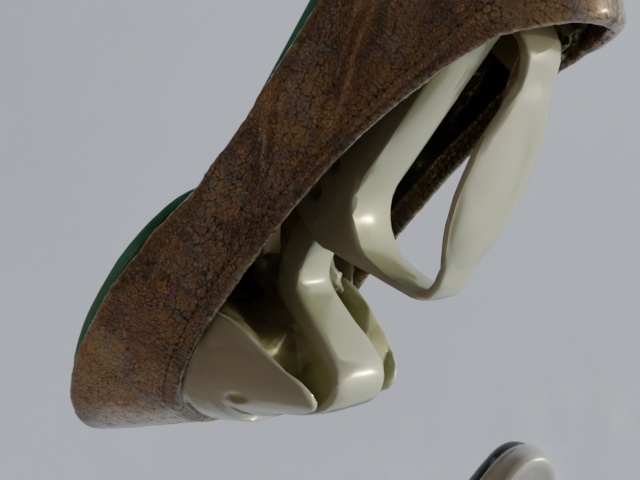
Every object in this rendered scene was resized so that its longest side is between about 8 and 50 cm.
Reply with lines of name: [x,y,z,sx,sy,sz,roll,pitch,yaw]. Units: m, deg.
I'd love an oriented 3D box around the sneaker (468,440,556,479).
sneaker: [0.064,0.203,0.860,0.121,0.079,0.217,39,-65,46]

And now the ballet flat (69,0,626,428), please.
ballet flat: [0.000,0.000,0.500,0.106,0.107,0.316,51,-53,23]
